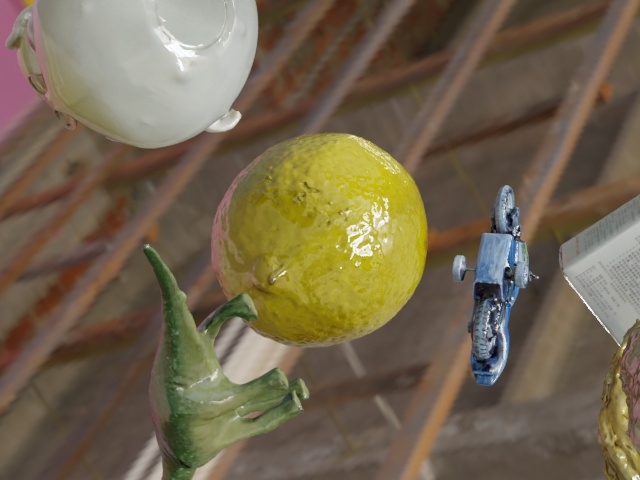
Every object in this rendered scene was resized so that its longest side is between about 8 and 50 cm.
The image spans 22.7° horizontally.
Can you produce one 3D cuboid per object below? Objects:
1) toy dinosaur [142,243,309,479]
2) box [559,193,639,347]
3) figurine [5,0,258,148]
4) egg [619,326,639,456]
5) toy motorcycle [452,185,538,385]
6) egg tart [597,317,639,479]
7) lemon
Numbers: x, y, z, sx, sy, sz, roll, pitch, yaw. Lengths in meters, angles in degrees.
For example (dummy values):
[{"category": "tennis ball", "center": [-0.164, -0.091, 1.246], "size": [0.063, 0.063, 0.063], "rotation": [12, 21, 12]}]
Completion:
[{"category": "toy dinosaur", "center": [-0.166, 0.181, 1.539], "size": [0.301, 0.447, 0.087], "rotation": [-23, -139, 8]}, {"category": "box", "center": [0.534, 0.022, 2.379], "size": [0.299, 0.200, 0.106], "rotation": [-35, -166, 18]}, {"category": "figurine", "center": [-0.181, -0.204, 1.544], "size": [0.274, 0.226, 0.394], "rotation": [-39, -165, -24]}, {"category": "egg", "center": [0.334, 0.109, 1.021], "size": [0.279, 0.279, 0.310], "rotation": [-36, -176, -18]}, {"category": "toy motorcycle", "center": [0.227, 0.058, 2.047], "size": [0.092, 0.135, 0.254], "rotation": [3, -124, 17]}, {"category": "egg tart", "center": [0.366, 0.190, 1.490], "size": [0.295, 0.295, 0.116], "rotation": [-41, -172, -29]}, {"category": "lemon", "center": [0.001, -0.001, 1.837], "size": [0.267, 0.267, 0.267], "rotation": [-25, -159, 10]}]
